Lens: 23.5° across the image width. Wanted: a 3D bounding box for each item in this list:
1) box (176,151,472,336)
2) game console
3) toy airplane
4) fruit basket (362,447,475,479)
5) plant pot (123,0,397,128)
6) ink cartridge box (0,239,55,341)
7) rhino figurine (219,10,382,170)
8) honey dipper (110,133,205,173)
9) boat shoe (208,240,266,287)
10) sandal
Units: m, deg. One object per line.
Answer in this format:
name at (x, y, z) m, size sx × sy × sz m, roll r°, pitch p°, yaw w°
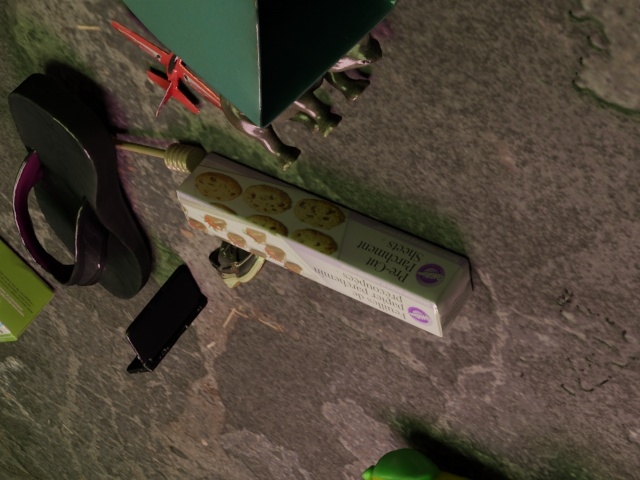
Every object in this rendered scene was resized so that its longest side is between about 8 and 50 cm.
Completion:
box at (0.000, 0.000, 1.572) m, size 0.324 × 0.067 × 0.063 m, roll 24°, pitch 151°, yaw 27°
game console at (-0.206, 0.099, 1.925) m, size 0.071 × 0.122 × 0.107 m, roll 47°, pitch 153°, yaw -16°
toy airplane at (-0.143, -0.163, 1.524) m, size 0.151 × 0.028 × 0.151 m, roll 31°, pitch 153°, yaw 17°
fruit basket at (0.212, 0.412, 1.850) m, size 0.392 × 0.283 × 0.392 m, roll 172°, pitch 90°, yaw -76°
plant pot at (-0.078, -0.242, 1.173) m, size 0.234 × 0.165 × 0.165 m, roll 37°, pitch 155°, yaw 20°
ink cartridge box at (-0.540, 0.031, 2.265) m, size 0.255 × 0.097 × 0.189 m, roll 46°, pitch 153°, yaw -19°
rhino figurine at (-0.018, -0.146, 1.346) m, size 0.106 × 0.073 × 0.243 m, roll 38°, pitch 153°, yaw -8°
honey dipper at (-0.189, -0.097, 1.689) m, size 0.161 × 0.030 × 0.030 m, roll 12°, pitch 145°, yaw 44°
boat shoe at (-0.091, 0.017, 1.723) m, size 0.049 × 0.056 × 0.152 m, roll 36°, pitch 155°, yaw -9°
sandal at (-0.311, -0.039, 1.838) m, size 0.167 × 0.107 × 0.445 m, roll 34°, pitch 158°, yaw 19°
